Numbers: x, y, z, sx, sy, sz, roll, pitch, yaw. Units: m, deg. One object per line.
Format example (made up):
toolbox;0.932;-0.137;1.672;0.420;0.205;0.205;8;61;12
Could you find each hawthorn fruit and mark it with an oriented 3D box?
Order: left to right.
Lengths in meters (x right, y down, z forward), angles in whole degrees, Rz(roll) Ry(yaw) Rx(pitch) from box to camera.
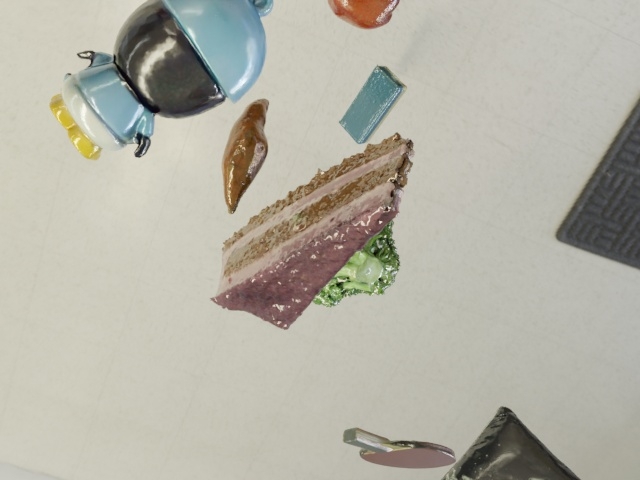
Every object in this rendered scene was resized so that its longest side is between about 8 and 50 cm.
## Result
hawthorn fruit;0.076;-0.460;1.174;0.137;0.133;0.133;7;120;-18

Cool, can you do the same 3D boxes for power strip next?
power strip;0.081;-0.213;1.006;0.056;0.032;0.123;50;127;17

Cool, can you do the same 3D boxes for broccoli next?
broccoli;0.075;0.038;1.606;0.307;0.275;0.308;-9;112;-24

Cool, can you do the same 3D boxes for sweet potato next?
sweet potato;-0.187;-0.231;1.601;0.112;0.359;0.112;10;159;4

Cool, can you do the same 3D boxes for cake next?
cake;0.000;0.000;0.668;0.112;0.116;0.295;32;139;-21

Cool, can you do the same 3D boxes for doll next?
doll;-0.193;-0.227;0.815;0.314;0.141;0.177;-33;86;2

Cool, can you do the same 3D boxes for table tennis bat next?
table tennis bat;0.108;0.302;0.911;0.130;0.019;0.220;-22;142;34

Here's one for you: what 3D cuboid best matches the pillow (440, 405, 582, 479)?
pillow;0.190;0.309;0.717;0.208;0.141;0.055;-44;153;-6
